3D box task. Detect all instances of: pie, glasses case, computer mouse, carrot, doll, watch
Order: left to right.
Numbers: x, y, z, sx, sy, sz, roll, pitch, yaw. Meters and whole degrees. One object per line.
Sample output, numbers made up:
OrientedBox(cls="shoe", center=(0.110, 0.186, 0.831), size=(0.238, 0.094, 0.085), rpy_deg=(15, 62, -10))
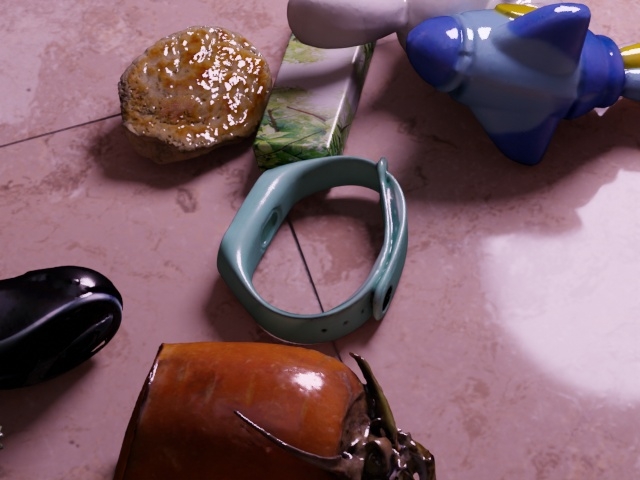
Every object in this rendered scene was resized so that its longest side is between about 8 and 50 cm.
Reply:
OrientedBox(cls="computer mouse", center=(-0.318, 0.097, 1.756), size=(0.233, 0.137, 0.096), rpy_deg=(-11, 68, 4))
OrientedBox(cls="pie", center=(-0.147, -0.165, 1.992), size=(0.193, 0.079, 0.163), rpy_deg=(-33, 62, -19))
OrientedBox(cls="carrot", center=(-0.050, 0.191, 1.598), size=(0.331, 0.214, 0.193), rpy_deg=(8, 53, 9))
OrientedBox(cls="watch", center=(0.000, 0.000, 1.840), size=(0.195, 0.068, 0.237), rpy_deg=(17, 55, 19))
OrientedBox(cls="glasses case", center=(0.002, -0.187, 2.001), size=(0.095, 0.062, 0.272), rpy_deg=(4, 50, 16))
OrientedBox(cls="doll", center=(0.208, -0.240, 1.937), size=(0.376, 0.187, 0.365), rpy_deg=(-36, 54, -18))

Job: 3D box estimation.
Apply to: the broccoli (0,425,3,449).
OrientedBox(cls="broccoli", center=(-0.408, 0.271, 1.548), size=(0.302, 0.249, 0.375), rpy_deg=(7, 46, 16))
